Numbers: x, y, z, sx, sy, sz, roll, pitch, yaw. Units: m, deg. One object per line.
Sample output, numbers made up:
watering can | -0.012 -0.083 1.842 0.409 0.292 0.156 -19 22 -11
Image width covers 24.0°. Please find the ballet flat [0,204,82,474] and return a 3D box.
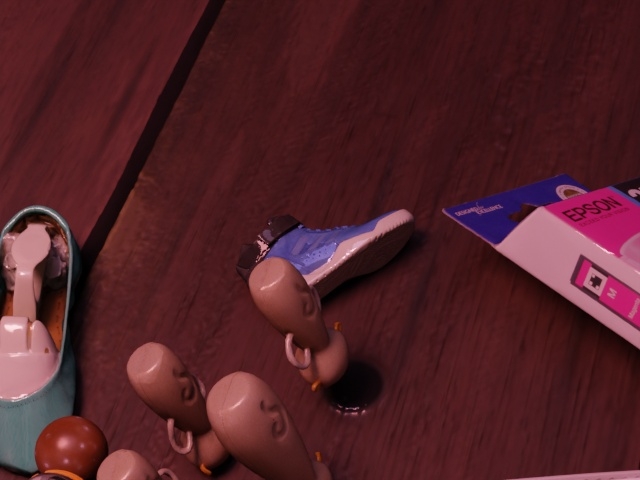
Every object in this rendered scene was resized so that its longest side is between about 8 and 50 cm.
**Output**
ballet flat | -0.242 0.069 1.224 0.083 0.087 0.247 -5 49 3

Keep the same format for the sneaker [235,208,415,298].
sneaker | 0.000 0.000 1.269 0.152 0.058 0.084 -34 62 -12

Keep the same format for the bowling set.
bowling set | -0.091 0.162 1.113 0.200 0.154 0.287 -6 48 28

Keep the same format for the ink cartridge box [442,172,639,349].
ink cartridge box | 0.287 0.032 1.158 0.176 0.069 0.371 -16 40 -44

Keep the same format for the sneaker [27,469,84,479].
sneaker | -0.168 0.253 0.967 0.084 0.083 0.214 -14 77 -4

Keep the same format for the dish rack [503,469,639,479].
dish rack | 0.249 0.265 1.003 0.333 0.072 0.285 -5 50 5
